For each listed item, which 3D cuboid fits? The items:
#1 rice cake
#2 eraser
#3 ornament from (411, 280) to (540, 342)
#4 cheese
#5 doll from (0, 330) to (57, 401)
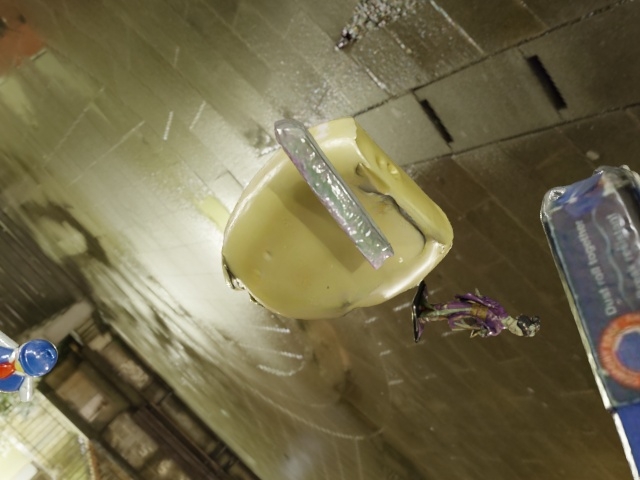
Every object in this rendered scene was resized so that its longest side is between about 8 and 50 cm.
[{"bbox_3d":[0.015,-0.048,0.676,0.207,0.036,0.047,51,177,-33],"label":"rice cake"},{"bbox_3d":[0.320,0.095,0.612,0.101,0.332,0.155,-27,149,33],"label":"eraser"},{"bbox_3d":[0.248,0.128,1.035,0.203,0.081,0.088,8,124,27],"label":"ornament"},{"bbox_3d":[0.000,0.000,0.863,0.316,0.128,0.259,-38,106,28],"label":"cheese"},{"bbox_3d":[-0.370,0.151,0.786,0.143,0.057,0.099,-18,98,30],"label":"doll"}]
